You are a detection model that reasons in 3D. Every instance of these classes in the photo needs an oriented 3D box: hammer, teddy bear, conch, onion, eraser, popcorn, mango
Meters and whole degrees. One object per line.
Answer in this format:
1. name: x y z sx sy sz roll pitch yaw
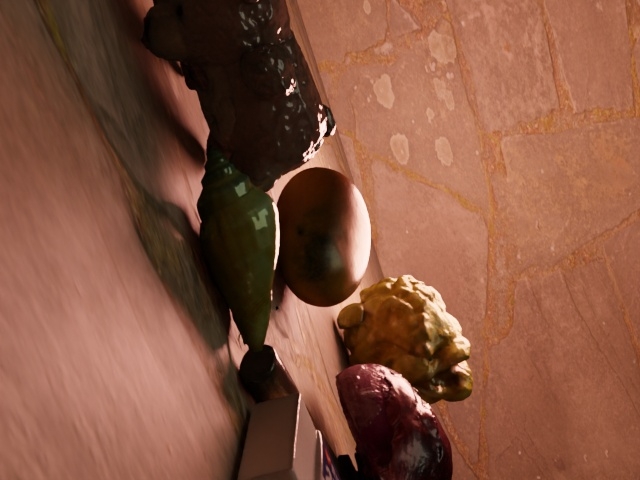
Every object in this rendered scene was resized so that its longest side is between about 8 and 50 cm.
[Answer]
1. hammer: 0.004 0.266 0.846 0.439 0.044 0.168 65 13 -44
2. teddy bear: -0.087 -0.190 0.735 0.236 0.151 0.267 35 -23 54
3. conch: -0.082 0.003 0.706 0.095 0.080 0.200 -120 -153 -70
4. onion: 0.116 0.289 0.944 0.227 0.120 0.283 60 7 -20
5. eraser: -0.011 0.269 0.674 0.124 0.068 0.210 -82 153 -68
6. popcorn: 0.165 0.200 1.361 0.235 0.242 0.250 -82 151 -63
7. mango: 0.004 0.002 1.048 0.175 0.139 0.254 52 28 -36
